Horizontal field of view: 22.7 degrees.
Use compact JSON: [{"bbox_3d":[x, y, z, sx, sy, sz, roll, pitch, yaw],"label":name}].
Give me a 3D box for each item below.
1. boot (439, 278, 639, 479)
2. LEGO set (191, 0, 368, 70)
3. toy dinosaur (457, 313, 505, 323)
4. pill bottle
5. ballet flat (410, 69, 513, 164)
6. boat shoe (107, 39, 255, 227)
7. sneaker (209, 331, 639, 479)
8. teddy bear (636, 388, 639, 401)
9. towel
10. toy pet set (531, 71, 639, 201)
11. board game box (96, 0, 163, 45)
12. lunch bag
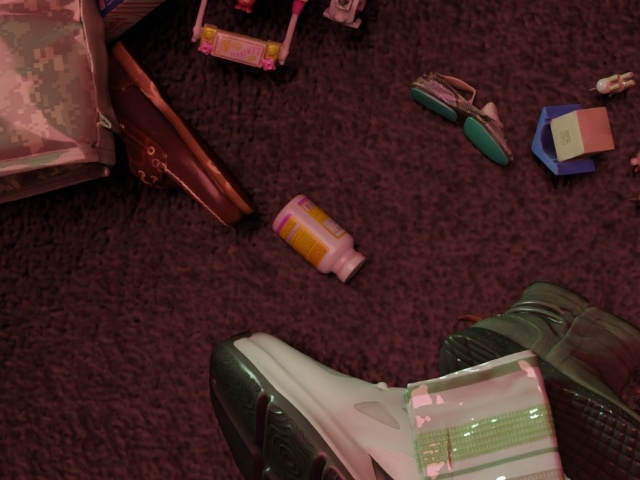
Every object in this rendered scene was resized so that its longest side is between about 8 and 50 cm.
[{"bbox_3d":[0.231,0.115,1.283,0.246,0.161,0.083,35,130,28],"label":"boot"},{"bbox_3d":[-0.100,-0.241,1.439,0.287,0.132,0.107,25,121,13],"label":"LEGO set"},{"bbox_3d":[0.172,0.104,1.403,0.090,0.047,0.082,-3,92,40],"label":"toy dinosaur"},{"bbox_3d":[0.000,0.000,1.423,0.083,0.043,0.043,42,89,10],"label":"pill bottle"},{"bbox_3d":[0.134,-0.115,1.425,0.114,0.041,0.041,39,89,9],"label":"ballet flat"},{"bbox_3d":[-0.144,-0.084,1.439,0.073,0.073,0.207,-41,73,2],"label":"boat shoe"},{"bbox_3d":[0.122,0.197,1.355,0.257,0.169,0.447,-33,60,-30],"label":"sneaker"},{"bbox_3d":[0.415,0.195,1.330,0.338,0.113,0.245,40,82,17],"label":"teddy bear"},{"bbox_3d":[0.125,0.166,1.205,0.113,0.023,0.152,-19,63,22],"label":"towel"},{"bbox_3d":[0.252,-0.084,1.408,0.114,0.065,0.122,-8,84,-29],"label":"toy pet set"},{"bbox_3d":[-0.212,-0.280,1.437,0.045,0.147,0.193,-8,80,-38],"label":"board game box"},{"bbox_3d":[-0.313,-0.152,1.404,0.287,0.169,0.235,-10,84,18],"label":"lunch bag"}]
